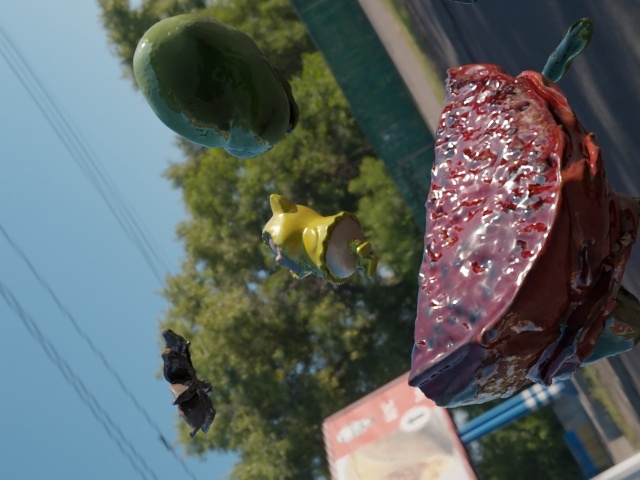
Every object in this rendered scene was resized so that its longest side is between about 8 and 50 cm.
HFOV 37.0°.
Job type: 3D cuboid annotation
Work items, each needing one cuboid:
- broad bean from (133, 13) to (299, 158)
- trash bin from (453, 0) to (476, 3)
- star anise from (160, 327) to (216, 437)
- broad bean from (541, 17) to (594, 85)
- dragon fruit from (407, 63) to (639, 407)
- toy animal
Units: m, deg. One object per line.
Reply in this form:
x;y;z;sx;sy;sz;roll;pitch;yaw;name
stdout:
-0.131;-0.201;1.241;0.228;0.169;0.100;20;164;-20;broad bean
0.226;-0.531;1.589;0.225;0.115;0.165;62;-136;-70;trash bin
-0.242;0.278;1.774;0.172;0.063;0.208;-107;-2;-58;star anise
0.404;-0.286;1.639;0.256;0.052;0.052;107;147;-55;broad bean
0.204;-0.001;0.786;0.205;0.152;0.317;30;-126;-34;dragon fruit
0.001;0.003;1.742;0.229;0.156;0.156;21;162;34;toy animal
